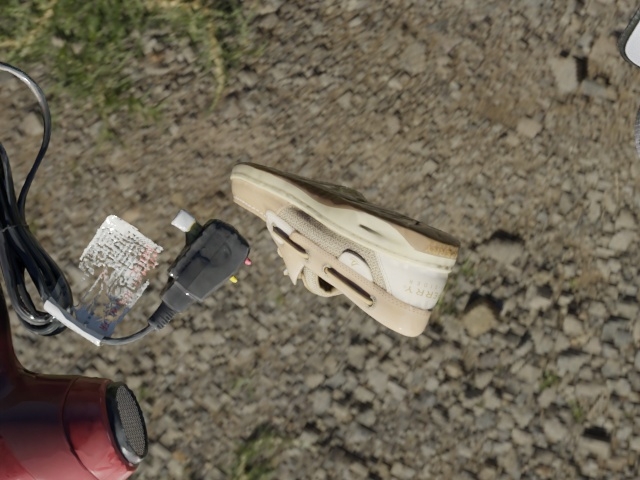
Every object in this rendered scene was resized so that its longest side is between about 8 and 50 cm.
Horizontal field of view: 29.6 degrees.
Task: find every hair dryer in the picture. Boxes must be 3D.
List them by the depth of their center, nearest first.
[{"bbox_3d":[-0.193,0.063,0.730,0.223,0.080,0.294,32,89,13],"label":"hair dryer"}]

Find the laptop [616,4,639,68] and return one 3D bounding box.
[{"bbox_3d":[0.220,0.063,0.191,0.382,0.408,0.236,29,78,6],"label":"laptop"}]

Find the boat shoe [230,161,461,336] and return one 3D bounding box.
[{"bbox_3d":[0.000,0.000,1.236,0.341,0.121,0.110,27,103,54],"label":"boat shoe"}]

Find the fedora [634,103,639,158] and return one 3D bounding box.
[{"bbox_3d":[0.340,-0.056,0.744,0.275,0.244,0.124,-11,141,18],"label":"fedora"}]
